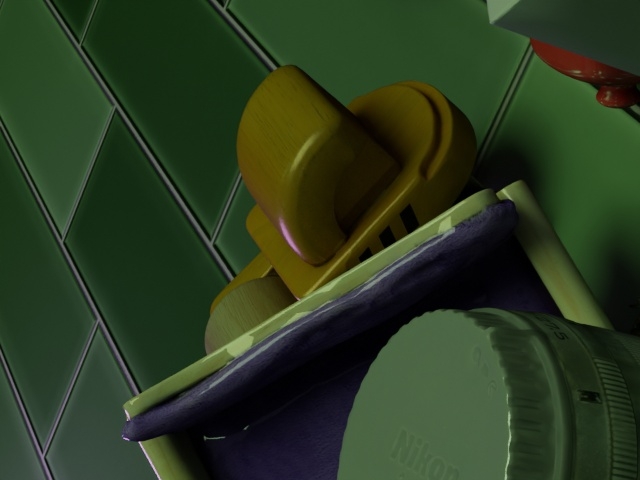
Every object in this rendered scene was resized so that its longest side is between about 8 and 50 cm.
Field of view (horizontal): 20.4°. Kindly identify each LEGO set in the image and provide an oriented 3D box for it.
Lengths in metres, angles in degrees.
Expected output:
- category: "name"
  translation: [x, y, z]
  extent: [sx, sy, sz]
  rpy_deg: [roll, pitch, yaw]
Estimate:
- category: "LEGO set"
  translation: [0.250, 0.058, 1.350]
  extent: [0.054, 0.023, 0.083]
  rpy_deg: [-88, 12, -46]

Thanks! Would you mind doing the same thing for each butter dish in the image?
- category: "butter dish"
  translation: [0.233, -0.161, 1.390]
  extent: [0.160, 0.160, 0.118]
  rpy_deg: [-142, 45, -60]

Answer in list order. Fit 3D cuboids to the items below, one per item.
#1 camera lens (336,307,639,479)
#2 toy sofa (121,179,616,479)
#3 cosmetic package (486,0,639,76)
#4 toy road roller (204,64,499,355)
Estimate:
- category: "camera lens"
  translation: [0.177, 0.167, 1.172]
  extent: [0.219, 0.274, 0.219]
  rpy_deg: [-34, 49, 52]
- category: "toy sofa"
  translation: [0.038, 0.107, 1.361]
  extent: [0.362, 0.177, 0.150]
  rpy_deg: [-31, 83, 11]
- category: "cosmetic package"
  translation: [0.236, -0.285, 1.263]
  extent: [0.097, 0.284, 0.377]
  rpy_deg: [-42, 42, 47]
- category: "toy road roller"
  translation: [0.000, 0.000, 1.546]
  extent: [0.329, 0.240, 0.202]
  rpy_deg: [-47, 33, 6]
